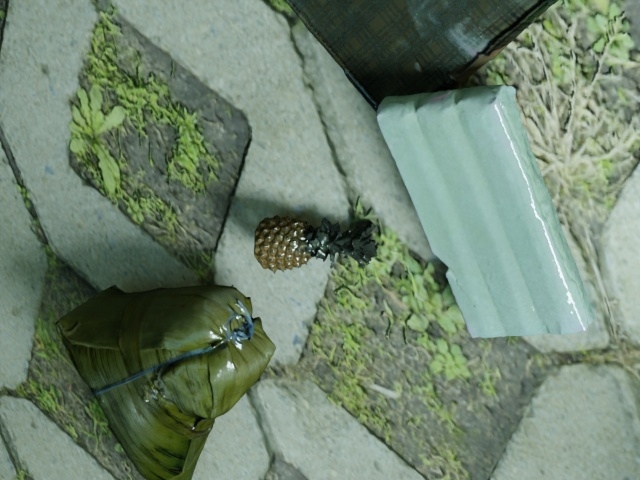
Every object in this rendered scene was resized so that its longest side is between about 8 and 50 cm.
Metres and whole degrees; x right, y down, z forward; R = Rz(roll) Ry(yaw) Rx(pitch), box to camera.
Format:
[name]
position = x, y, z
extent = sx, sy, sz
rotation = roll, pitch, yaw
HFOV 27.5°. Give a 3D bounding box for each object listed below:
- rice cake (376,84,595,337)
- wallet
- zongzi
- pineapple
[rice cake]
position = 0.136, -0.020, 1.085
extent = 0.127, 0.043, 0.237
rotation = -6, 117, 35
[wallet]
position = 0.110, -0.229, 1.015
extent = 0.169, 0.044, 0.317
rotation = 49, 134, 0
[zongzi]
position = -0.125, 0.176, 1.349
extent = 0.251, 0.125, 0.274
rotation = -5, 112, 46
[pineapple]
position = 0.000, 0.000, 1.220
extent = 0.124, 0.058, 0.058
rotation = -4, 111, 23
